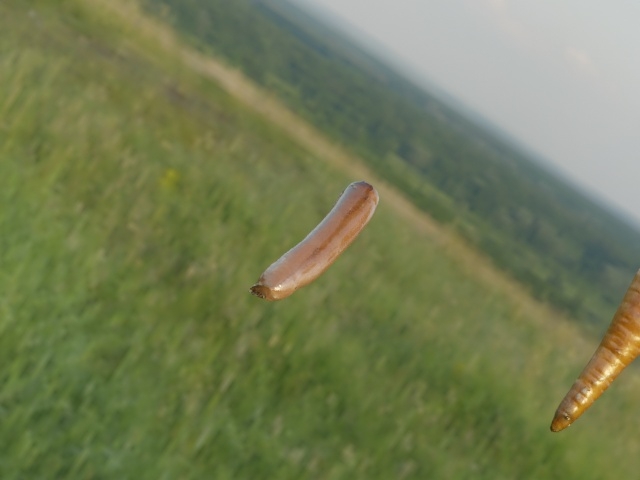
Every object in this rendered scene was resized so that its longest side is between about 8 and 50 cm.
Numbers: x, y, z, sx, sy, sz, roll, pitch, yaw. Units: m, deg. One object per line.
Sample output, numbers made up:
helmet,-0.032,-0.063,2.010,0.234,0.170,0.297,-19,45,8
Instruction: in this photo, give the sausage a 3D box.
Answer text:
sausage,0.000,0.001,1.660,0.047,0.040,0.177,27,48,20

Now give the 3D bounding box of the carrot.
carrot,0.335,0.110,1.951,0.061,0.256,0.061,35,-7,5
